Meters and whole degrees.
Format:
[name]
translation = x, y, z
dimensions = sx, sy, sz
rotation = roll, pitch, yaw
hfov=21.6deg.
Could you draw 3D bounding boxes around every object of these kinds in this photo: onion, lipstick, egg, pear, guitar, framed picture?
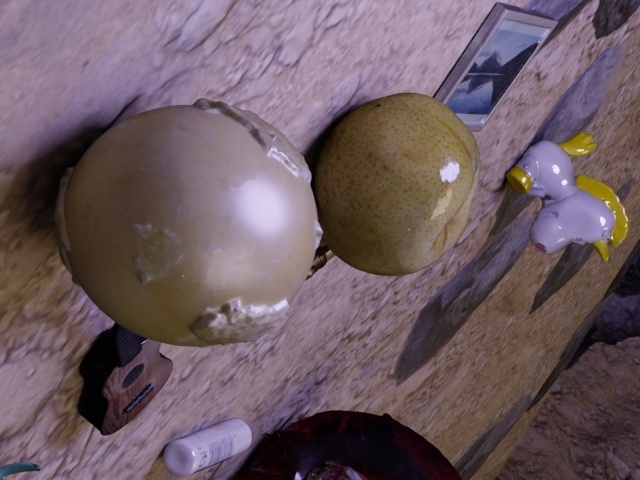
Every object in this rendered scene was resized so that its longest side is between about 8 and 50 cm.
[onion]
translation = 0.038, 0.333, 1.945
dimensions = 0.314, 0.314, 0.232
rotation = -43, 162, -31
[lipstick]
translation = -0.115, 0.212, 1.719
dimensions = 0.040, 0.040, 0.141
rotation = -56, 165, 16
[egg]
translation = -0.083, -0.012, 1.078
dimensions = 0.164, 0.164, 0.201
rotation = -55, 160, 10
[pear]
translation = 0.065, -0.051, 1.466
dimensions = 0.167, 0.136, 0.167
rotation = -50, 163, -21
[guitar]
translation = -0.154, 0.078, 1.295
dimensions = 0.084, 0.038, 0.271
rotation = -47, 167, -21
[framed picture]
translation = 0.174, -0.174, 1.726
dimensions = 0.150, 0.015, 0.203
rotation = -56, 165, 15

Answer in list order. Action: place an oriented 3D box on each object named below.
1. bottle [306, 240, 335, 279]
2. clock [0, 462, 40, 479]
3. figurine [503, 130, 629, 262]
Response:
[bottle]
translation = 0.000, 0.001, 1.559
dimensions = 0.101, 0.047, 0.063
rotation = -45, 174, -21
[clock]
translation = -0.269, 0.215, 1.268
dimensions = 0.135, 0.041, 0.101
rotation = -44, 163, -26
[figurine]
translation = 0.317, -0.047, 2.153
dimensions = 0.129, 0.178, 0.109
rotation = -27, 166, 16
